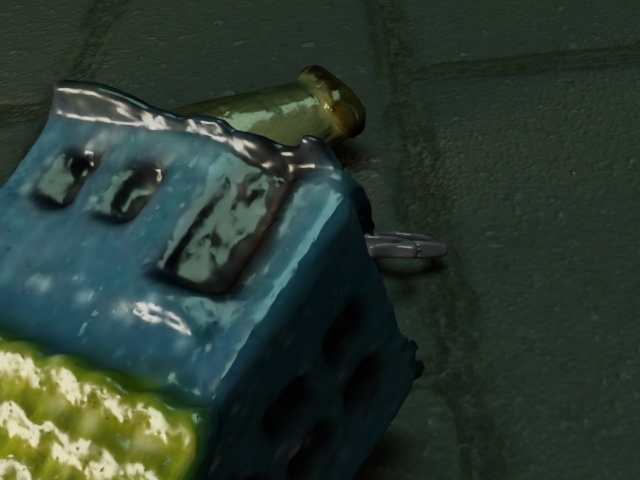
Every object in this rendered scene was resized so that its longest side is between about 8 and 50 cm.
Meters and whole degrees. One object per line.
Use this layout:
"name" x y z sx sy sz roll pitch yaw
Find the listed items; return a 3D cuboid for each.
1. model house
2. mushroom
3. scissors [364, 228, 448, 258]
"model house" -0.116 0.099 0.588 0.237 0.215 0.303 16 61 28
"mushroom" -0.118 -0.090 1.008 0.333 0.087 0.107 -16 29 -9
"scissors" 0.000 -0.001 0.886 0.212 0.021 0.110 5 5 31
